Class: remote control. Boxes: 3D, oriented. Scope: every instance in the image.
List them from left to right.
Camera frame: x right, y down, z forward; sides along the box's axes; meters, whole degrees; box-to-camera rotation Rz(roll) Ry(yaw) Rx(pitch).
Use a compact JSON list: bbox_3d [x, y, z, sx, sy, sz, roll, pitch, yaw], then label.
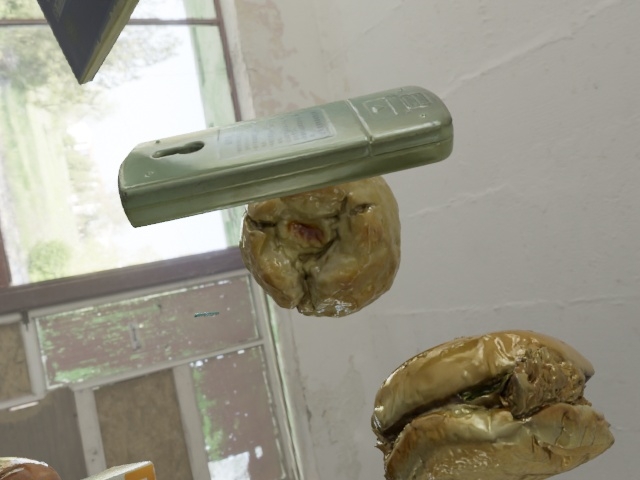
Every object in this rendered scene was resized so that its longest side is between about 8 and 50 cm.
[{"bbox_3d":[-0.025,-0.065,0.400,0.098,0.233,0.038,-107,-174,-58],"label":"remote control"}]

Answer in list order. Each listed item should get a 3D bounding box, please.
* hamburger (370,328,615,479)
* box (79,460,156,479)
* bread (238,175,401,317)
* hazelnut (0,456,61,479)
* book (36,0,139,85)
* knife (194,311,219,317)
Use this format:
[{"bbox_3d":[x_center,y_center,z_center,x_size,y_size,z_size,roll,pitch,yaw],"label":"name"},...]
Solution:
[{"bbox_3d":[0.106,0.116,0.359,0.147,0.138,0.083,-41,-132,32],"label":"hamburger"},{"bbox_3d":[-0.274,0.419,0.628,0.091,0.220,0.274,-23,-102,29],"label":"box"},{"bbox_3d":[0.000,0.000,0.745,0.134,0.244,0.245,-55,141,-72],"label":"bread"},{"bbox_3d":[-0.415,0.360,0.709,0.150,0.150,0.151,170,-90,-68],"label":"hazelnut"},{"bbox_3d":[-0.226,-0.319,0.433,0.228,0.018,0.323,-23,-86,49],"label":"book"},{"bbox_3d":[-0.205,0.135,1.004,0.005,0.014,0.091,63,13,11],"label":"knife"}]
